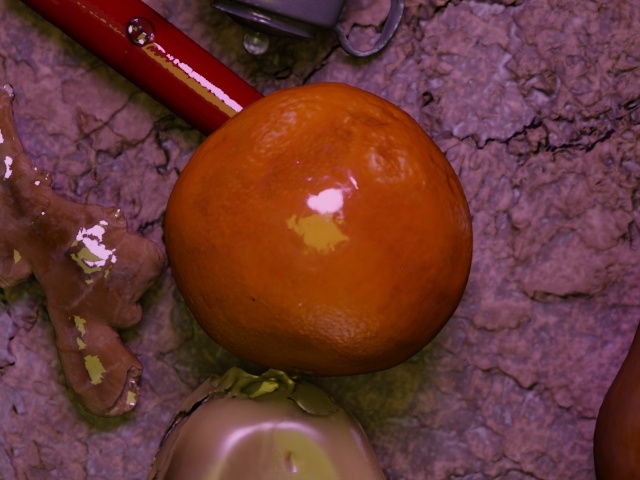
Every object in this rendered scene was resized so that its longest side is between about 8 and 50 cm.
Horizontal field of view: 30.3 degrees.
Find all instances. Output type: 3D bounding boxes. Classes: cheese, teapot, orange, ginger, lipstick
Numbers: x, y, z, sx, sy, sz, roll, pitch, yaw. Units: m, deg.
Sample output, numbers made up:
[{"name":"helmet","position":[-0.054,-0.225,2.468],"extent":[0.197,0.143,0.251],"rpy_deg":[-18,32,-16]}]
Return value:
[{"name":"cheese","position":[-0.052,0.269,1.076],"extent":[0.260,0.128,0.315],"rpy_deg":[-5,96,-6]},{"name":"teapot","position":[-0.030,-0.236,1.067],"extent":[0.239,0.162,0.149],"rpy_deg":[13,100,-27]},{"name":"orange","position":[0.000,0.000,1.004],"extent":[0.261,0.261,0.261],"rpy_deg":[0,90,2]},{"name":"ginger","position":[-0.244,0.002,1.105],"extent":[0.148,0.081,0.333],"rpy_deg":[-36,88,17]},{"name":"lipstick","position":[-0.171,-0.185,1.103],"extent":[0.280,0.073,0.073],"rpy_deg":[37,91,2]}]

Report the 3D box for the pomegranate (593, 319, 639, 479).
[{"name":"pomegranate","position":[0.423,0.162,0.943],"extent":[0.412,0.411,0.411],"rpy_deg":[0,90,2]}]
